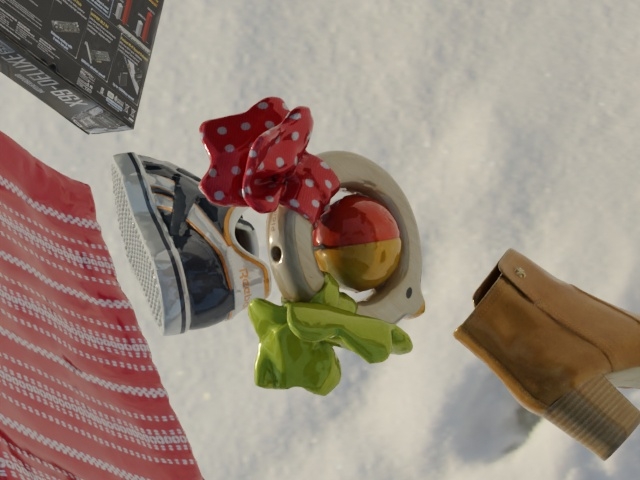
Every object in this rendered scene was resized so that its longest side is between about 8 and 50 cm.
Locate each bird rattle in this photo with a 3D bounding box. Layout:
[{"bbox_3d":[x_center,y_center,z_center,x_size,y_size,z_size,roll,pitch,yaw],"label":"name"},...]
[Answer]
[{"bbox_3d":[0.000,0.000,1.306,0.143,0.207,0.253,-26,77,42],"label":"bird rattle"}]

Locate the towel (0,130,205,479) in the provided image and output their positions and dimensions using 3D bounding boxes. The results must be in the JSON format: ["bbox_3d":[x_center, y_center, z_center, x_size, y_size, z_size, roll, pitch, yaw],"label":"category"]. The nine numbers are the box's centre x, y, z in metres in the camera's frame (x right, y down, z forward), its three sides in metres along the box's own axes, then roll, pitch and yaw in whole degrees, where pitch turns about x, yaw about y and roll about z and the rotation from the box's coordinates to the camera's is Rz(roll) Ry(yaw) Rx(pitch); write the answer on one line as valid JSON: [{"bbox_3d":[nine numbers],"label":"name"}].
[{"bbox_3d":[-0.129,0.042,0.726,0.031,0.199,0.275,-35,56,11],"label":"towel"}]

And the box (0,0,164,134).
[{"bbox_3d":[-0.306,-0.297,1.762,0.076,0.307,0.242,-3,66,32],"label":"box"}]

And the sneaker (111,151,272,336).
[{"bbox_3d":[-0.140,-0.003,1.628,0.321,0.127,0.126,-122,26,-56],"label":"sneaker"}]

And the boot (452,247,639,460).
[{"bbox_3d":[0.274,0.077,1.571,0.211,0.295,0.104,44,133,8],"label":"boot"}]
